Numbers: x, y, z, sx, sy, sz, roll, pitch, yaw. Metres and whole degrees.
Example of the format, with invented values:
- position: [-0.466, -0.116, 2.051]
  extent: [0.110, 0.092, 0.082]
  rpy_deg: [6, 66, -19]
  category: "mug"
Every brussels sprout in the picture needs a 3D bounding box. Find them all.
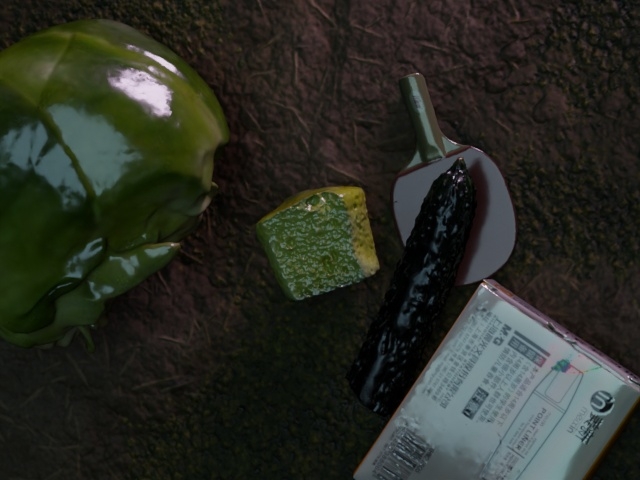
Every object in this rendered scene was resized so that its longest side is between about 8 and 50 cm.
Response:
- position: [-0.284, -0.069, 1.818]
  extent: [0.314, 0.276, 0.371]
  rpy_deg: [31, 106, 1]
  category: "brussels sprout"

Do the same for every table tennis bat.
- position: [0.138, -0.069, 1.819]
  extent: [0.138, 0.022, 0.247]
  rpy_deg: [-18, 87, 16]
  category: "table tennis bat"

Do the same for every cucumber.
- position: [0.110, 0.050, 1.788]
  extent: [0.072, 0.072, 0.300]
  rpy_deg: [27, 104, 14]
  category: "cucumber"

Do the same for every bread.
- position: [0.000, 0.000, 1.812]
  extent: [0.129, 0.111, 0.114]
  rpy_deg: [-18, 89, 13]
  category: "bread"

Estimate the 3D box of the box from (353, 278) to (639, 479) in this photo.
- position: [0.198, 0.208, 1.764]
  extent: [0.220, 0.091, 0.274]
  rpy_deg: [36, 100, 12]
  category: "box"
